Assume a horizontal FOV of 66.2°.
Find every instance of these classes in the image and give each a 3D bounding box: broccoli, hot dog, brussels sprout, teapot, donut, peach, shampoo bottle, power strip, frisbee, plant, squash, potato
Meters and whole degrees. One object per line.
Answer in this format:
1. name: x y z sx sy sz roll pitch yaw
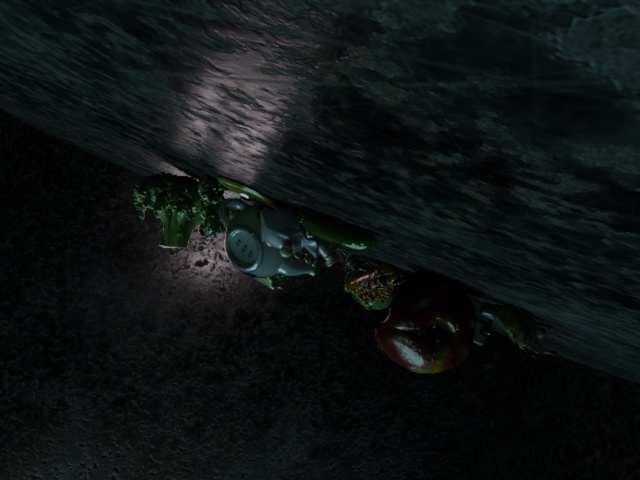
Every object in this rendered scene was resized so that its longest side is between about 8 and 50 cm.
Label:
1. broccoli: -0.541 -0.131 1.958 0.276 0.318 0.338 7 -153 31
2. hot dog: 0.243 0.200 2.137 0.158 0.117 0.348 26 154 -18
3. brussels sprout: 0.268 0.251 2.599 0.294 0.227 0.259 17 -166 -27
4. teapot: -0.194 -0.005 1.728 0.424 0.252 0.280 41 -149 14
5. donut: -0.186 0.042 2.057 0.307 0.150 0.371 42 140 -9
6. peach: 0.370 0.298 1.740 0.352 0.339 0.416 28 179 -4
7. shampoo bottle: 0.719 0.302 1.840 0.233 0.049 0.087 23 178 10
8. power strip: 0.558 0.307 2.057 0.357 0.162 0.357 22 175 2
9. frisbee: -0.222 -0.147 1.565 0.235 0.017 0.236 23 177 1
10. plant: -0.356 -0.179 1.675 0.121 0.105 0.116 -7 -158 21
11. squash: 0.040 -0.022 1.344 0.257 0.069 0.069 21 176 29
12. potato: 0.612 0.240 1.598 0.101 0.089 0.172 50 -172 -43

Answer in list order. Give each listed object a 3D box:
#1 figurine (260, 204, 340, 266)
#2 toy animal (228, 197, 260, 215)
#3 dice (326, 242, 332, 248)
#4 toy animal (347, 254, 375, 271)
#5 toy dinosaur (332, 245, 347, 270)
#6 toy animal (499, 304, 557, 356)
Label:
1. figurine: -0.062 -0.018 1.511 0.275 0.133 0.200 18 -149 4
2. toy animal: -0.260 -0.118 1.910 0.181 0.073 0.136 10 -178 9
3. dice: 0.000 0.000 1.694 0.094 0.091 0.093 24 176 0
4. toy animal: 0.226 0.130 2.291 0.208 0.100 0.103 19 -146 24
5. toy dinosaur: -0.003 0.047 2.225 0.206 0.113 0.327 26 -178 37
6. toy animal: 0.680 0.303 1.637 0.175 0.074 0.217 11 -147 5
